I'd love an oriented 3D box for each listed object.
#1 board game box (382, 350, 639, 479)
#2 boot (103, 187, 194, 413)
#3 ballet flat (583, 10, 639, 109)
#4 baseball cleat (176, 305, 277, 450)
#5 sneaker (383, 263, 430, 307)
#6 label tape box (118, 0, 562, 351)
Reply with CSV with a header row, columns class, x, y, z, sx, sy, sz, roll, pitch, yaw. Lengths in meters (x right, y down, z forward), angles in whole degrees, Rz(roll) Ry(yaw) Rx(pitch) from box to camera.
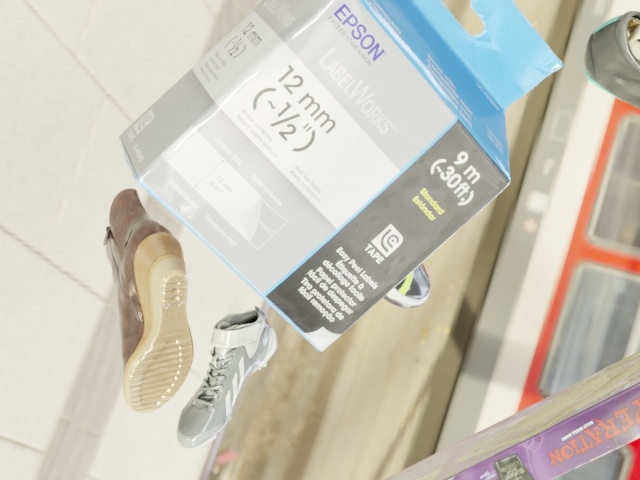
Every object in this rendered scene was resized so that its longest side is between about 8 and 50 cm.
class,x,y,z,sx,sy,sz,roll,pitch,yaw
board game box,0.181,0.196,1.171,0.056,0.347,0.208,59,19,1
boot,-0.238,0.080,1.680,0.090,0.207,0.248,-2,121,-28
ballet flat,0.386,-0.133,1.211,0.095,0.280,0.096,-62,179,-33
baseball cleat,-0.136,0.173,1.666,0.206,0.072,0.109,-56,141,-30
sneaker,0.078,-0.022,1.348,0.235,0.097,0.084,55,24,-31
label tape box,0.037,-0.108,1.107,0.347,0.115,0.249,-41,119,6
